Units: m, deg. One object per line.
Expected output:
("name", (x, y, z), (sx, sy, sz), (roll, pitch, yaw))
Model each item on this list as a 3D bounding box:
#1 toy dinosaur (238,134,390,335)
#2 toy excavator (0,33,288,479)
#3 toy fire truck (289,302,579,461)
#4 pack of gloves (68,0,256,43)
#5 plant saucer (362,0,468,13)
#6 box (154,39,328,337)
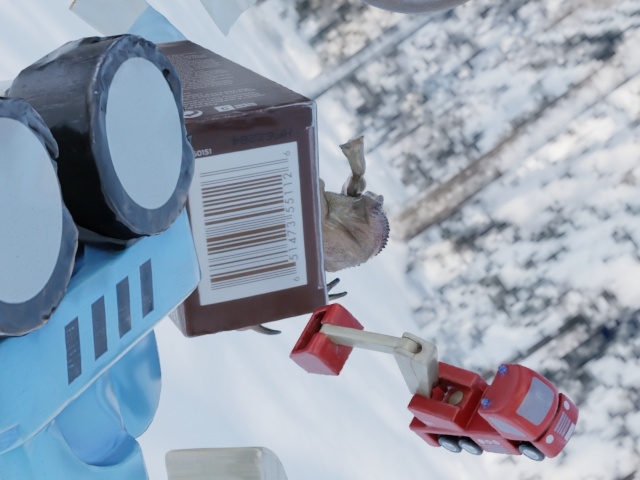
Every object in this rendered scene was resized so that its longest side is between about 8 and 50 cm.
("toy dinosaur", (0.000, 0.000, 1.573), (0.127, 0.295, 0.200), (-35, 108, -46))
("toy excavator", (-0.158, 0.111, 0.777), (0.433, 0.222, 0.445), (-45, 128, -64))
("toy fire truck", (0.080, 0.101, 0.982), (0.135, 0.047, 0.192), (43, -26, -26))
("pack of gloves", (-0.186, -0.307, 1.743), (0.046, 0.195, 0.232), (32, -6, 41))
("plant saucer", (0.126, -0.445, 1.732), (0.311, 0.310, 0.050), (54, 10, -13))
("box", (-0.124, -0.064, 1.261), (0.381, 0.143, 0.191), (-144, -133, -62))
